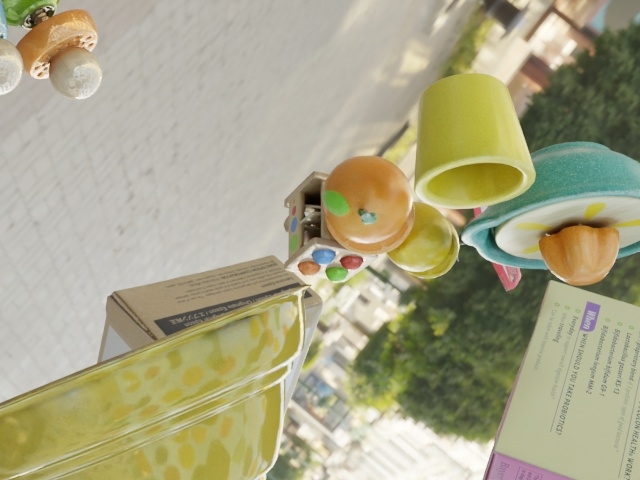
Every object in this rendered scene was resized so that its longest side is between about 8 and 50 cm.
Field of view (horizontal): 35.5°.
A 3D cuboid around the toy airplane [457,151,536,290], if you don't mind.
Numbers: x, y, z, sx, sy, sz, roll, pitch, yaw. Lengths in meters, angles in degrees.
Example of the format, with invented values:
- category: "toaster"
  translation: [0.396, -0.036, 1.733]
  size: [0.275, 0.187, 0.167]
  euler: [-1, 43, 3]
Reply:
- category: "toy airplane"
  translation: [0.182, -0.033, 0.967]
  size: [0.151, 0.151, 0.028]
  euler: [-50, -149, -6]

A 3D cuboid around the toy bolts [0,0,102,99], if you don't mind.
- category: "toy bolts"
  translation: [-0.304, -0.244, 1.052]
  size: [0.218, 0.159, 0.228]
  euler: [-40, 171, 37]

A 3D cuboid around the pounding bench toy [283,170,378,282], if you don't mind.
- category: "pounding bench toy"
  translation: [0.000, 0.000, 0.737]
  size: [0.083, 0.052, 0.065]
  euler: [-40, -136, 54]

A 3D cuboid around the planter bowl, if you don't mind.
- category: "planter bowl"
  translation: [-0.089, 0.103, 0.524]
  size: [0.217, 0.090, 0.217]
  euler: [-22, 178, -1]

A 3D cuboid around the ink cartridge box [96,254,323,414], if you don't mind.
- category: "ink cartridge box"
  translation: [-0.119, 0.145, 0.956]
  size: [0.193, 0.088, 0.235]
  euler: [-15, 134, -43]

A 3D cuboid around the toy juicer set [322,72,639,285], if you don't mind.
- category: "toy juicer set"
  translation: [0.150, -0.001, 0.698]
  size: [0.209, 0.328, 0.090]
  euler: [-29, -123, 47]

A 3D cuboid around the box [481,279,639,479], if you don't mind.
- category: "box"
  translation: [0.281, 0.176, 0.864]
  size: [0.214, 0.242, 0.117]
  euler: [-59, 160, -44]
